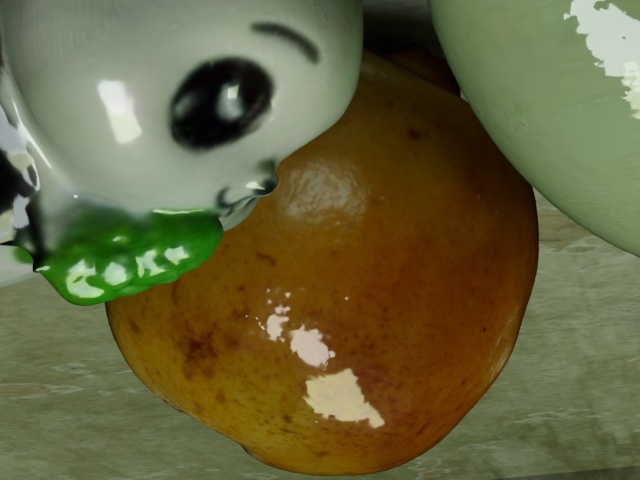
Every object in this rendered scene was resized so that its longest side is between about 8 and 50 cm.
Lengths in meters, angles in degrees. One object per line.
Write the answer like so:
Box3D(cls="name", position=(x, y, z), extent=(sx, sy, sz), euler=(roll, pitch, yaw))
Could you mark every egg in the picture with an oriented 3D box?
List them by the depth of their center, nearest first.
Box3D(cls="egg", position=(0.163, -0.104, 0.776), extent=(0.295, 0.218, 0.218), euler=(29, 147, -35))

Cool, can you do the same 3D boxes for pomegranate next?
Box3D(cls="pomegranate", position=(0.000, 0.000, 1.047), extent=(0.264, 0.264, 0.264), euler=(-3, 163, -1))

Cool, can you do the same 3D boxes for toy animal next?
Box3D(cls="toy animal", position=(-0.110, -0.073, 0.814), extent=(0.267, 0.212, 0.212), euler=(-8, 163, 15))
